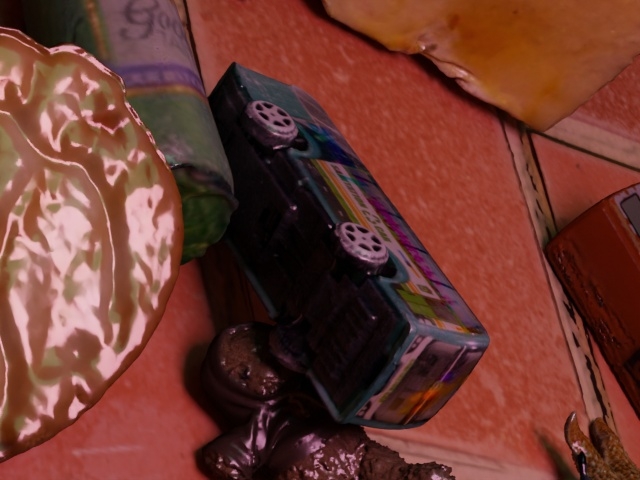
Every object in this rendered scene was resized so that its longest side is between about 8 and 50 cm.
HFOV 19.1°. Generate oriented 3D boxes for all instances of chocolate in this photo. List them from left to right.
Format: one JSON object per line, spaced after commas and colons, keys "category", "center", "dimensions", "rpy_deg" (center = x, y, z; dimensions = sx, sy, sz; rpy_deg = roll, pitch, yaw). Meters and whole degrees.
{"category": "chocolate", "center": [-0.130, -0.128, 1.137], "dimensions": [0.110, 0.110, 0.291], "rpy_deg": [13, 49, -41]}

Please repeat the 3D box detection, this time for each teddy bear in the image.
{"category": "teddy bear", "center": [-0.006, 0.117, 1.087], "dimensions": [0.119, 0.078, 0.160], "rpy_deg": [-32, 67, -32]}

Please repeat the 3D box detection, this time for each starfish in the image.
{"category": "starfish", "center": [0.228, 0.209, 1.285], "dimensions": [0.176, 0.053, 0.208], "rpy_deg": [17, 54, -51]}

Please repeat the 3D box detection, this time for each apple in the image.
{"category": "apple", "center": [0.112, -0.240, 1.411], "dimensions": [0.309, 0.314, 0.252], "rpy_deg": [33, 82, -24]}

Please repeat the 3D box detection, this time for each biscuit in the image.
{"category": "biscuit", "center": [-0.174, 0.008, 0.951], "dimensions": [0.203, 0.041, 0.260], "rpy_deg": [39, 63, -24]}

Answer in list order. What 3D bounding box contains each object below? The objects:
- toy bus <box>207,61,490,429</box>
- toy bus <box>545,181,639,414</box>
{"category": "toy bus", "center": [0.000, 0.000, 1.114], "dimensions": [0.109, 0.091, 0.262], "rpy_deg": [15, 31, -41]}
{"category": "toy bus", "center": [0.306, 0.147, 1.377], "dimensions": [0.092, 0.093, 0.409], "rpy_deg": [-17, 72, -44]}
